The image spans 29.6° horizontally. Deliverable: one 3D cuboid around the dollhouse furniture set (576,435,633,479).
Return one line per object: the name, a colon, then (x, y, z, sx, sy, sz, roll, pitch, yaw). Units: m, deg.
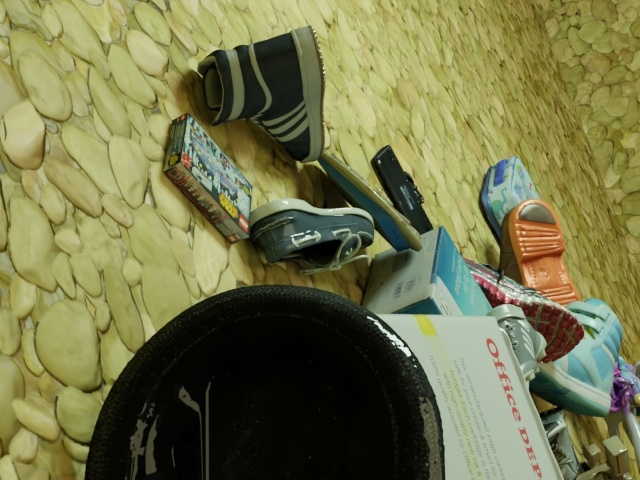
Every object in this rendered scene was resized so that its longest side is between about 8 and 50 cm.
dollhouse furniture set: (0.487, 0.418, 2.216, 0.161, 0.101, 0.182, -125, -166, -56)

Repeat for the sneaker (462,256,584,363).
sneaker: (0.309, 0.102, 2.011, 0.299, 0.121, 0.112, 27, 28, -16)

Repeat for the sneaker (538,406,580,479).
sneaker: (0.413, 0.375, 2.126, 0.229, 0.086, 0.132, -11, 80, -69)

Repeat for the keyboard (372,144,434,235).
keyboard: (0.144, -0.075, 2.060, 0.180, 0.023, 0.108, 62, 28, -11)

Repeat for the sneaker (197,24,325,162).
sneaker: (-0.076, -0.176, 1.589, 0.282, 0.153, 0.099, 92, -18, -66)

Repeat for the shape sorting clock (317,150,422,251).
shape sorting clock: (0.070, -0.058, 1.732, 0.206, 0.040, 0.206, 47, -2, 2)

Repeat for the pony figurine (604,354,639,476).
pony figurine: (0.616, 0.308, 2.476, 0.351, 0.303, 0.363, 94, -20, -64)

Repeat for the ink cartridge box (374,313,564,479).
ink cartridge box: (0.086, 0.235, 1.325, 0.385, 0.160, 0.279, 6, 60, -51)

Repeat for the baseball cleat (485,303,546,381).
baseball cleat: (0.266, 0.153, 1.726, 0.109, 0.072, 0.206, 53, 18, 3)

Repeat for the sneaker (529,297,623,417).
sneaker: (0.431, 0.176, 2.184, 0.319, 0.127, 0.208, 33, 69, -41)

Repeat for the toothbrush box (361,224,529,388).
toothbrush box: (0.187, 0.164, 1.774, 0.295, 0.126, 0.216, 59, 23, -20)

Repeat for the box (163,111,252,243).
box: (-0.130, -0.073, 1.425, 0.137, 0.027, 0.094, 49, 28, -36)

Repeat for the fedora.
fedora: (-0.042, 0.212, 1.055, 0.152, 0.334, 0.334, 78, -1, -64)

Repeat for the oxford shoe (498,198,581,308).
oxford shoe: (0.420, 0.109, 2.354, 0.133, 0.130, 0.363, 145, -57, -70)

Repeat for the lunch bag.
lunch bag: (0.413, -0.074, 2.577, 0.176, 0.090, 0.219, 59, 23, -18)

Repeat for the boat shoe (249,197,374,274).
boat shoe: (0.000, 0.000, 1.555, 0.254, 0.095, 0.079, 12, 55, -62)
